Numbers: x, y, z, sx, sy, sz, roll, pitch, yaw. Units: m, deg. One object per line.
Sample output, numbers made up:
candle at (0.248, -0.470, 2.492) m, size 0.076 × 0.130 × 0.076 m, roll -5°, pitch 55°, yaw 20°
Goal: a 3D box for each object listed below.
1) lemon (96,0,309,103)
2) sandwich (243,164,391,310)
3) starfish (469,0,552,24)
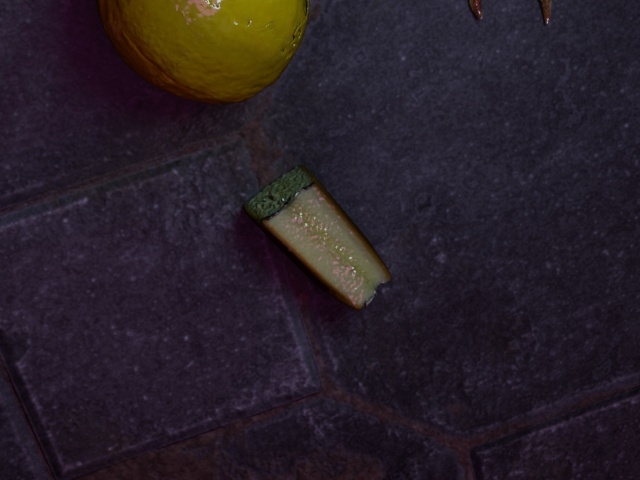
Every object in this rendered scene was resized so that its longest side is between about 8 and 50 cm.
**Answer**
lemon at (-0.160, -0.333, 1.489) m, size 0.297 × 0.297 × 0.297 m, roll -4°, pitch 111°, yaw -11°
sandwich at (0.000, 0.000, 1.732) m, size 0.122 × 0.128 × 0.235 m, roll -41°, pitch 114°, yaw 0°
starfish at (0.312, -0.439, 1.677) m, size 0.213 × 0.057 × 0.238 m, roll -40°, pitch 113°, yaw 11°
